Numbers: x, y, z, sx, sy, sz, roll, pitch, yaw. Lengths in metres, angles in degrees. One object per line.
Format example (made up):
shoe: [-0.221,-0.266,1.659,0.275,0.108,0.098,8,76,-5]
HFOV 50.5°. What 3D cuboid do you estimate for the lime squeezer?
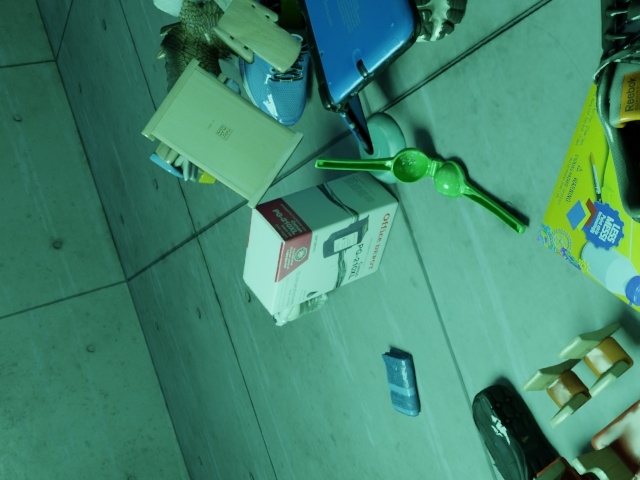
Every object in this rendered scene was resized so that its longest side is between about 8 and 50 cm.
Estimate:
lime squeezer: [0.156,-0.092,0.983,0.311,0.110,0.058,21,110,18]

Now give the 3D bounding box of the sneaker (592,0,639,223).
sneaker: [0.232,-0.137,0.452,0.100,0.108,0.271,-2,102,61]

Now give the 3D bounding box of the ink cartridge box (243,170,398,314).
ink cartridge box: [0.000,0.000,1.150,0.100,0.237,0.172,47,142,32]

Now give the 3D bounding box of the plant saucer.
plant saucer: [0.097,-0.150,1.124,0.119,0.021,0.119,36,134,48]

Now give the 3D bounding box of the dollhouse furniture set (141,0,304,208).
dollhouse furniture set: [-0.125,-0.200,1.147,0.198,0.286,0.303,35,179,-4]

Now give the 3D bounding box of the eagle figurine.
eagle figurine: [-0.203,-0.380,1.349,0.298,0.225,0.226,61,144,38]

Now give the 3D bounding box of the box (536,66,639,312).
box: [0.373,-0.065,0.542,0.279,0.177,0.289,43,140,40]

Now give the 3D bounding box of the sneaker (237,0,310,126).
sneaker: [-0.072,-0.341,1.160,0.147,0.130,0.329,-119,20,-52]

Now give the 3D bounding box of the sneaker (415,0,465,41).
sneaker: [0.120,-0.400,0.872,0.118,0.107,0.278,42,139,50]

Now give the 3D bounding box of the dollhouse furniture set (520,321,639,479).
dollhouse furniture set: [0.365,0.265,0.818,0.262,0.135,0.259,55,135,28]

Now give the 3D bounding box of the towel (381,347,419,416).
towel: [0.148,0.262,1.246,0.067,0.029,0.119,9,113,57]

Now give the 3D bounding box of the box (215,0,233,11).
box: [-0.118,-0.564,1.169,0.148,0.121,0.311,52,145,33]

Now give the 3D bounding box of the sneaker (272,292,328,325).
sneaker: [-0.045,0.102,1.320,0.292,0.118,0.110,107,150,-85]

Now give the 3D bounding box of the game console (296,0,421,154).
game console: [0.063,-0.313,0.966,0.250,0.173,0.293,-35,61,42]

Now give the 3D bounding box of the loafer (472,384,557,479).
loafer: [0.293,0.320,0.991,0.223,0.076,0.078,64,155,25]
